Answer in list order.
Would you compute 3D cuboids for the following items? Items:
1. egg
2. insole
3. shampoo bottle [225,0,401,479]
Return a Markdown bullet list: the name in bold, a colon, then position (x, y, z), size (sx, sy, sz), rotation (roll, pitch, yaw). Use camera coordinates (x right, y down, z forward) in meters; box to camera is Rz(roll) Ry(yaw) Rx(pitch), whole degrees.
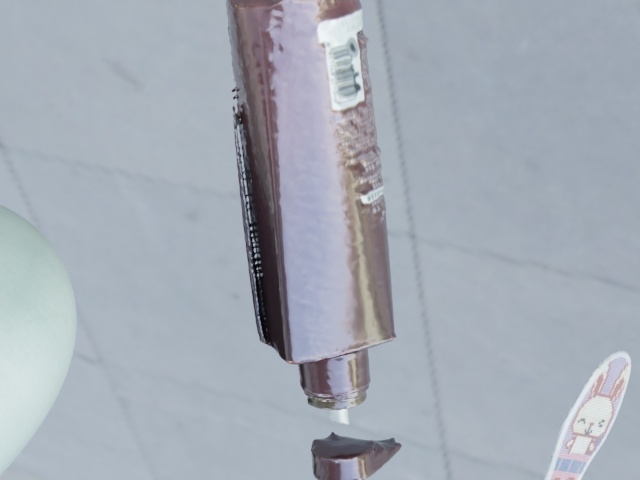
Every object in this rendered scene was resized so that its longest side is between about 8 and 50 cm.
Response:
- **egg**: position (-0.341, 0.114, 1.248), size (0.230, 0.371, 0.230), rotation (47, 164, 17)
- **insole**: position (0.199, 0.177, 1.388), size (0.004, 0.197, 0.065), rotation (30, -172, 42)
- **shampoo bottle**: position (0.000, -0.001, 0.809), size (0.067, 0.068, 0.236), rotation (25, 124, 60)
